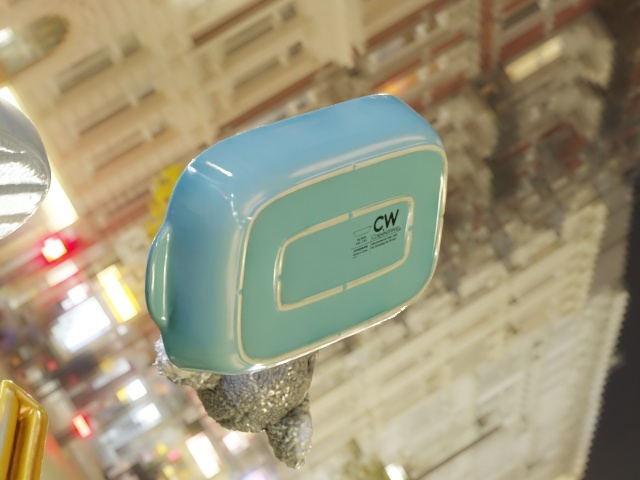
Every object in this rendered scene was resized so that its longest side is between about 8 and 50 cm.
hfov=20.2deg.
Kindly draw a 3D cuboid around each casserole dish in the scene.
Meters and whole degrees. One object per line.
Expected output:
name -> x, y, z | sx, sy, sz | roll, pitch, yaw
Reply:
casserole dish -> 0.000, 0.000, 0.821 | 0.037, 0.188, 0.114 | 23, -61, 36

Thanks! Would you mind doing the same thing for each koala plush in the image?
koala plush -> -0.054, 0.080, 1.549 | 0.196, 0.203, 0.221 | 41, 34, -28

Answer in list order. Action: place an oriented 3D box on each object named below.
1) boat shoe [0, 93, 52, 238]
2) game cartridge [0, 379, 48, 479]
boat shoe -> -0.252, -0.066, 0.755 | 0.335, 0.121, 0.119 | 12, 40, -54
game cartridge -> -0.321, 0.270, 1.252 | 0.053, 0.324, 0.285 | 42, 11, -16
